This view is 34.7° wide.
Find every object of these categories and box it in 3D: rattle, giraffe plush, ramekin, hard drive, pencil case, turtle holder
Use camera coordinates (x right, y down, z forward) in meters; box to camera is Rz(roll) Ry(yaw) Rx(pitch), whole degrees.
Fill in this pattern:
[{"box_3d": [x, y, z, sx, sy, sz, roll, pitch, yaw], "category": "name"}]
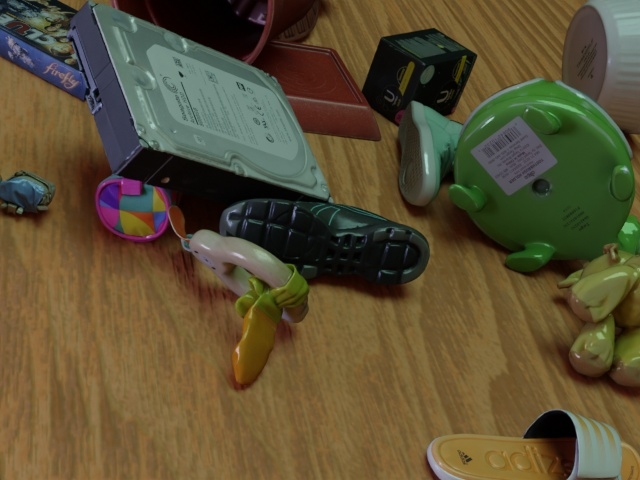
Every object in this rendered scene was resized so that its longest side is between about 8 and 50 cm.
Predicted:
[{"box_3d": [-0.122, 0.059, 1.151, 0.200, 0.142, 0.130, 27, -7, 14], "category": "rattle"}, {"box_3d": [0.391, 0.073, 1.335, 0.181, 0.210, 0.170, 13, 4, -5], "category": "giraffe plush"}, {"box_3d": [0.552, -0.335, 1.925, 0.127, 0.272, 0.273, -1, 36, -9], "category": "ramekin"}, {"box_3d": [-0.144, -0.154, 1.293, 0.339, 0.064, 0.237, 14, 44, -48], "category": "hard drive"}, {"box_3d": [-0.208, -0.096, 1.296, 0.104, 0.104, 0.236, 17, 33, -5], "category": "pencil case"}, {"box_3d": [0.351, -0.099, 1.472, 0.320, 0.243, 0.227, 21, 31, 3], "category": "turtle holder"}]

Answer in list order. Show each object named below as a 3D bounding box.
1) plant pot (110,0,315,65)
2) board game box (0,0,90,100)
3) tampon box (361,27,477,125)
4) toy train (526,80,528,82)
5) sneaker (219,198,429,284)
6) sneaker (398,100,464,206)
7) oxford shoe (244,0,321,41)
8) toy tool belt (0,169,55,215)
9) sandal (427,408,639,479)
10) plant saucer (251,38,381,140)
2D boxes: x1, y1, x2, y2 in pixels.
[{"box_3d": [-0.139, -0.402, 1.579, 0.272, 0.272, 0.265, 28, 30, 11], "category": "plant pot"}, {"box_3d": [-0.401, -0.303, 1.548, 0.243, 0.042, 0.165, 28, 33, 13], "category": "board game box"}, {"box_3d": [0.168, -0.281, 1.752, 0.101, 0.120, 0.161, 38, 37, 27], "category": "tampon box"}, {"box_3d": [0.440, -0.294, 2.017, 0.083, 0.017, 0.023, 20, 22, 1], "category": "toy train"}, {"box_3d": [0.000, 0.000, 1.295, 0.267, 0.101, 0.106, 12, 14, -15], "category": "sneaker"}, {"box_3d": [0.201, -0.123, 1.563, 0.151, 0.094, 0.256, 18, 33, -9], "category": "sneaker"}, {"box_3d": [-0.081, -0.462, 1.917, 0.147, 0.140, 0.397, -2, 29, 25], "category": "oxford shoe"}, {"box_3d": [-0.355, -0.056, 1.199, 0.083, 0.052, 0.051, 14, 24, -8], "category": "toy tool belt"}, {"box_3d": [0.245, 0.226, 1.085, 0.265, 0.076, 0.102, 6, 35, -21], "category": "sandal"}, {"box_3d": [-0.046, -0.263, 1.680, 0.259, 0.047, 0.258, 4, 36, -23], "category": "plant saucer"}]
